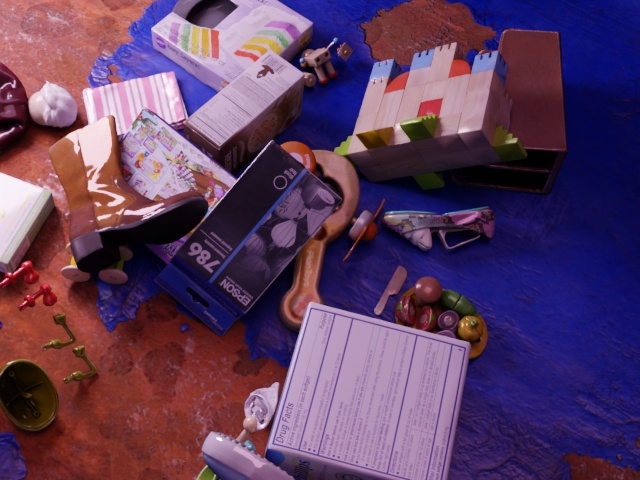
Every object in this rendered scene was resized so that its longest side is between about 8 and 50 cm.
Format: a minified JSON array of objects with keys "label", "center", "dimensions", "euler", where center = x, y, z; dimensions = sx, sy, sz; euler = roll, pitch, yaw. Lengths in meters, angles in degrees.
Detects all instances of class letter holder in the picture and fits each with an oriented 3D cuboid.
[{"label":"letter holder","center":[0.368,-0.267,1.889],"dimensions":[0.214,0.152,0.302],"euler":[5,60,1]}]

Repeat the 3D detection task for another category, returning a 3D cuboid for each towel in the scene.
[{"label":"towel","center":[-0.378,-0.273,1.908],"dimensions":[0.197,0.029,0.144],"euler":[-14,61,-11]}]

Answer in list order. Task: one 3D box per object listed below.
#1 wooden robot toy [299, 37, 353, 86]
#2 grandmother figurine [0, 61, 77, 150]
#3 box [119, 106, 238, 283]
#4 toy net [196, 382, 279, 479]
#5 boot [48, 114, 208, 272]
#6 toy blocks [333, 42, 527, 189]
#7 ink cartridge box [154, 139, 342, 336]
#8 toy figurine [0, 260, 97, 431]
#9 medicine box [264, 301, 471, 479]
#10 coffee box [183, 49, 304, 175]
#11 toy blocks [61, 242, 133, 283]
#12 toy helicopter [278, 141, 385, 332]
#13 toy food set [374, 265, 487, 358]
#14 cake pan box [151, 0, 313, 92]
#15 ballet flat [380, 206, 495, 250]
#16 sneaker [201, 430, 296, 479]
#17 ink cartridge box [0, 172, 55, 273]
[{"label":"wooden robot toy","center":[-0.018,-0.373,1.985],"dimensions":[0.173,0.076,0.079],"euler":[-34,33,-21]},{"label":"grandmother figurine","center":[-0.656,-0.262,1.849],"dimensions":[0.342,0.104,0.208],"euler":[-3,88,-9]},{"label":"box","center":[-0.275,-0.083,1.739],"dimensions":[0.293,0.057,0.201],"euler":[39,94,17]},{"label":"toy net","center":[-0.126,0.327,1.527],"dimensions":[0.045,0.122,0.232],"euler":[34,66,-19]},{"label":"boot","center":[-0.351,-0.108,1.701],"dimensions":[0.264,0.096,0.281],"euler":[-27,59,12]},{"label":"toy blocks","center":[0.223,-0.263,1.817],"dimensions":[0.381,0.191,0.261],"euler":[-6,53,36]},{"label":"ink cartridge box","center":[-0.129,0.001,1.640],"dimensions":[0.165,0.065,0.333],"euler":[39,93,-5]},{"label":"toy figurine","center":[-0.581,0.145,1.600],"dimensions":[0.191,0.217,0.363],"euler":[-47,116,-40]},{"label":"medicine box","center":[0.079,0.278,1.552],"dimensions":[0.289,0.149,0.264],"euler":[14,60,4]},{"label":"coffee box","center":[-0.149,-0.239,1.841],"dimensions":[0.098,0.141,0.246],"euler":[38,65,16]},{"label":"toy blocks","center":[-0.405,0.002,1.732],"dimensions":[0.123,0.054,0.148],"euler":[4,60,-1]},{"label":"toy helicopter","center":[0.000,0.000,1.743],"dimensions":[0.234,0.140,0.355],"euler":[11,70,-8]},{"label":"toy food set","center":[0.207,0.128,1.693],"dimensions":[0.217,0.071,0.128],"euler":[32,63,14]},{"label":"cake pan box","center":[-0.189,-0.439,1.996],"dimensions":[0.266,0.070,0.246],"euler":[36,62,16]},{"label":"ballet flat","center":[0.228,-0.020,1.787],"dimensions":[0.221,0.077,0.079],"euler":[-3,80,-6]},{"label":"sneaker","center":[-0.059,0.443,1.399],"dimensions":[0.366,0.135,0.150],"euler":[43,72,-9]},{"label":"ink cartridge box","center":[-0.642,-0.051,1.748],"dimensions":[0.235,0.056,0.171],"euler":[20,61,5]}]
